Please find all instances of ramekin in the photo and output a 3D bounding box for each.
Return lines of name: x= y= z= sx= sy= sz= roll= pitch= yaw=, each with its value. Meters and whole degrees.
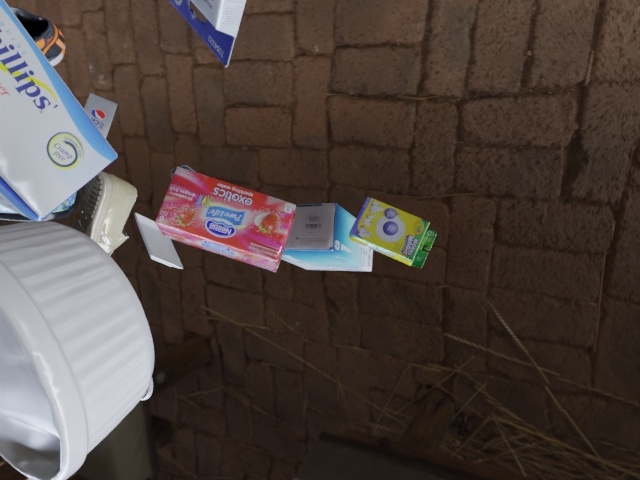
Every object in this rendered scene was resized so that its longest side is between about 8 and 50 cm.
ramekin: x=-0.297 y=0.104 z=0.542 sx=0.272 sy=0.127 sz=0.273 roll=15 pitch=118 yaw=29

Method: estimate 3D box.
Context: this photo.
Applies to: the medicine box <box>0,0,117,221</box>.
medicine box: x=-0.471 y=-0.190 z=0.691 sx=0.289 sy=0.149 sz=0.264 roll=17 pitch=146 yaw=37

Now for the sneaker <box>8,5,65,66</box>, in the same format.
sneaker: x=-0.690 y=-0.395 z=1.019 sx=0.125 sy=0.321 sz=0.180 roll=69 pitch=164 yaw=-8

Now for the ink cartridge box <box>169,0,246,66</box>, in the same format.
ink cartridge box: x=-0.254 y=-0.591 z=1.057 sx=0.324 sy=0.071 sz=0.330 roll=51 pitch=134 yaw=25

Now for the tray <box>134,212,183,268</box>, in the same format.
tray: x=-0.605 y=0.006 z=1.890 sx=0.030 sy=0.145 sz=0.270 roll=-48 pitch=47 yaw=11

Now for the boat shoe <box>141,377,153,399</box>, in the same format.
boat shoe: x=-0.620 y=0.415 z=1.689 sx=0.080 sy=0.076 sz=0.229 roll=-22 pitch=71 yaw=5

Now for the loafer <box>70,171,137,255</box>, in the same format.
loafer: x=-0.423 y=-0.009 z=0.986 sx=0.102 sy=0.092 sz=0.269 roll=53 pitch=123 yaw=33

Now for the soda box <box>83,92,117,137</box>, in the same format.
soda box: x=-0.772 y=-0.361 z=1.724 sx=0.091 sy=0.098 sz=0.286 roll=-44 pitch=36 yaw=41

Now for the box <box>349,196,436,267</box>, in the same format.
box: x=0.165 y=-0.017 z=1.157 sx=0.179 sy=0.043 sz=0.105 roll=24 pitch=73 yaw=9

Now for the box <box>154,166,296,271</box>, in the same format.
box: x=-0.190 y=-0.039 z=1.059 sx=0.256 sy=0.123 sz=0.128 roll=18 pitch=75 yaw=-2

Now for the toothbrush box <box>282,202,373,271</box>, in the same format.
toothbrush box: x=0.000 y=0.000 z=1.407 sx=0.216 sy=0.295 sz=0.126 roll=-1 pitch=76 yaw=26

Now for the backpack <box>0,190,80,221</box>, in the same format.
backpack: x=-0.770 y=-0.204 z=1.287 sx=0.273 sy=0.290 sz=0.356 roll=-111 pitch=32 yaw=-47

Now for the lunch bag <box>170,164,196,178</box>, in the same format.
lunch bag: x=-0.331 y=-0.153 z=1.292 sx=0.083 sy=0.071 sz=0.053 roll=29 pitch=85 yaw=42
